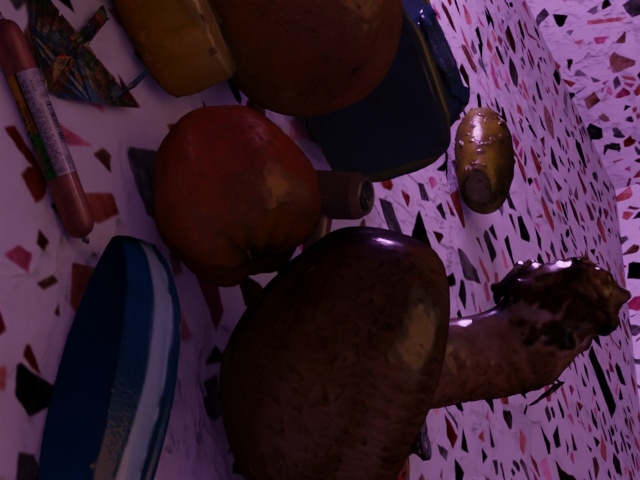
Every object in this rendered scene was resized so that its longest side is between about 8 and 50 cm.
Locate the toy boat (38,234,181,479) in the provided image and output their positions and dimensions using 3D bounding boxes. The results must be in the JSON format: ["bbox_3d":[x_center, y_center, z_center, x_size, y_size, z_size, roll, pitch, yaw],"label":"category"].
[{"bbox_3d":[-0.176,0.107,0.911,0.062,0.096,0.299,40,36,-35],"label":"toy boat"}]

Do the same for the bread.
[{"bbox_3d":[-0.176,-0.280,1.172,0.102,0.094,0.245,-59,128,-70],"label":"bread"}]

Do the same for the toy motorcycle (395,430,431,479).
[{"bbox_3d":[0.065,0.260,1.308,0.171,0.089,0.298,42,38,-46],"label":"toy motorcycle"}]

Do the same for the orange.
[{"bbox_3d":[-0.028,-0.285,1.295,0.264,0.264,0.264,44,37,-46],"label":"orange"}]

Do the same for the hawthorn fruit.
[{"bbox_3d":[-0.093,-0.048,1.098,0.189,0.189,0.189,44,37,-46],"label":"hawthorn fruit"}]

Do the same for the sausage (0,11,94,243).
[{"bbox_3d":[-0.251,-0.101,0.964,0.029,0.029,0.223,-30,101,-65],"label":"sausage"}]

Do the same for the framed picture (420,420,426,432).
[{"bbox_3d":[0.121,0.160,1.581,0.184,0.016,0.250,57,29,-30],"label":"framed picture"}]

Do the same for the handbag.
[{"bbox_3d":[0.091,-0.230,1.537,0.263,0.222,0.241,63,21,-14],"label":"handbag"}]

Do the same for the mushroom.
[{"bbox_3d":[0.076,0.134,1.101,0.356,0.331,0.334,18,87,-25],"label":"mushroom"}]

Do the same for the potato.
[{"bbox_3d":[0.325,-0.157,2.098,0.149,0.113,0.251,53,29,-42],"label":"potato"}]

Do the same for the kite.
[{"bbox_3d":[-0.244,-0.191,1.063,0.183,0.010,0.160,53,34,-29],"label":"kite"}]

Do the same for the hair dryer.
[{"bbox_3d":[0.000,0.000,1.354,0.064,0.117,0.181,19,77,-62],"label":"hair dryer"}]
